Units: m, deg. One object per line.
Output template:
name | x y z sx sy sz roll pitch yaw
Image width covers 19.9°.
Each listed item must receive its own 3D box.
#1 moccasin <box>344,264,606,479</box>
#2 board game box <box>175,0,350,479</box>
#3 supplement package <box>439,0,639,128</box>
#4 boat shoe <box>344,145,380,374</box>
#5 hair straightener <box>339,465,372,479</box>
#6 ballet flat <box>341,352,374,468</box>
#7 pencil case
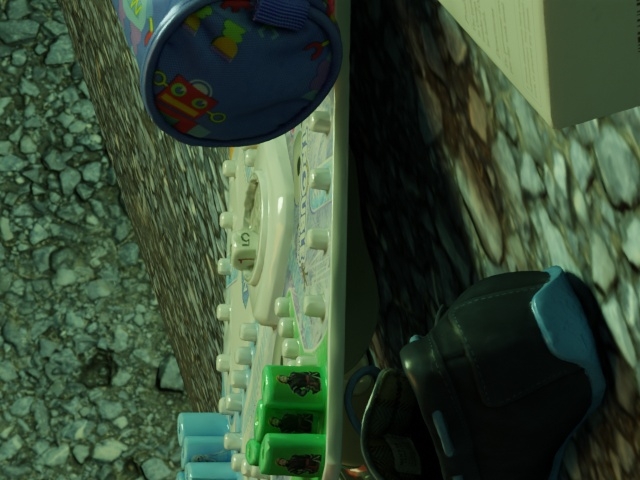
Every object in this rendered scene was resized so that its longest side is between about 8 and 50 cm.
moccasin | 0.073 0.103 1.087 0.342 0.116 0.138 93 158 -62
board game box | -0.048 -0.009 1.319 0.390 0.050 0.390 141 131 -74
supplement package | 0.091 -0.137 0.666 0.179 0.105 0.105 -121 17 -52
boat shoe | -0.001 0.000 1.452 0.081 0.079 0.228 -113 17 -61
hair straightener | 0.059 0.236 1.591 0.230 0.047 0.089 -132 27 -57
ballet flat | -0.003 0.089 1.590 0.248 0.086 0.086 -117 15 -47
pencil case | -0.079 -0.200 1.137 0.133 0.119 0.306 -58 38 36
